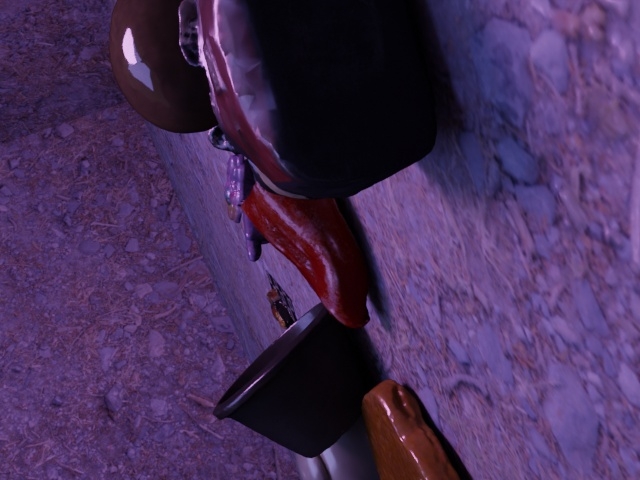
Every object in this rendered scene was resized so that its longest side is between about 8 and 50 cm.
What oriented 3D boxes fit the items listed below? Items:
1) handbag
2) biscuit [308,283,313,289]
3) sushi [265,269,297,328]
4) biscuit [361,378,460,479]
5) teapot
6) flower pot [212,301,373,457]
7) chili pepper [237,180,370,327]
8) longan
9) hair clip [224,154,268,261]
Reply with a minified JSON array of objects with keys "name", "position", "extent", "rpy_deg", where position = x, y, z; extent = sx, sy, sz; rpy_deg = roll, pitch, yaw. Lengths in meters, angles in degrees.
[{"name":"handbag","position":[-0.018,-0.159,0.688],"extent":[0.181,0.181,0.255],"rpy_deg":[-179,70,-74]},{"name":"biscuit","position":[-0.048,-0.058,1.272],"extent":[0.205,0.049,0.324],"rpy_deg":[175,76,-77]},{"name":"sushi","position":[-0.093,0.161,1.835],"extent":[0.201,0.031,0.139],"rpy_deg":[-140,31,-64]},{"name":"biscuit","position":[0.153,0.366,1.108],"extent":[0.351,0.057,0.312],"rpy_deg":[-124,17,-48]},{"name":"teapot","position":[0.041,0.430,1.462],"extent":[0.220,0.149,0.318],"rpy_deg":[-135,28,-63]},{"name":"flower pot","position":[-0.023,0.233,1.279],"extent":[0.166,0.269,0.269],"rpy_deg":[47,166,0]},{"name":"chili pepper","position":[0.000,0.000,1.076],"extent":[0.144,0.136,0.253],"rpy_deg":[-39,80,30]},{"name":"longan","position":[-0.211,-0.275,1.201],"extent":[0.246,0.215,0.246],"rpy_deg":[22,117,50]},{"name":"hair clip","position":[-0.133,-0.074,1.492],"extent":[0.137,0.090,0.278],"rpy_deg":[96,151,-46]}]
